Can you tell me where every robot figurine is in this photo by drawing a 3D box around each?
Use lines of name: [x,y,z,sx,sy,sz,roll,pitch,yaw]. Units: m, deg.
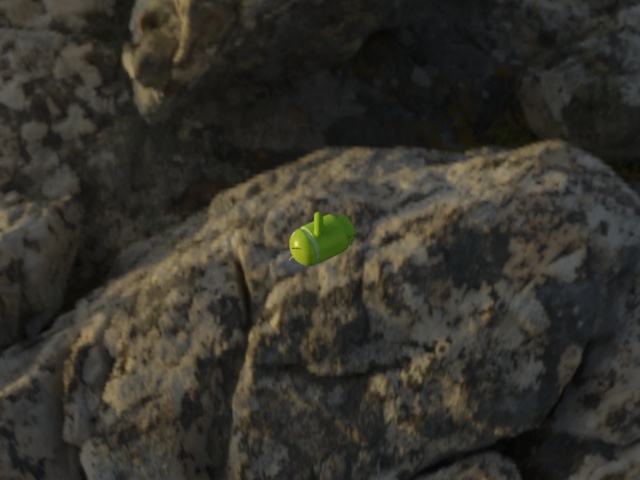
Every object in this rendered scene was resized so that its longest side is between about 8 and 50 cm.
robot figurine: [0.000,0.000,1.812,0.115,0.101,0.067,-25,66,-19]
